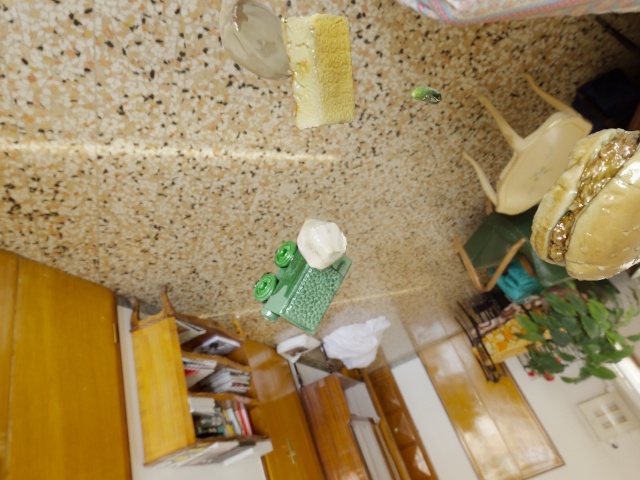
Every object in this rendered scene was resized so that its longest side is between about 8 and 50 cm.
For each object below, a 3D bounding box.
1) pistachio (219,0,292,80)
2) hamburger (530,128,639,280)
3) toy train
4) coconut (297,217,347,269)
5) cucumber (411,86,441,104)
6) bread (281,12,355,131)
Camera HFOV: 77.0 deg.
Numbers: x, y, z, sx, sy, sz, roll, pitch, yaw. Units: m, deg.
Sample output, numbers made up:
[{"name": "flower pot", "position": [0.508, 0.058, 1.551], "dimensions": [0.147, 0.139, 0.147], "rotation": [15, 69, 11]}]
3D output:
[{"name": "pistachio", "position": [-0.203, -0.681, 1.398], "dimensions": [0.332, 0.226, 0.208], "rotation": [32, 117, -32]}, {"name": "hamburger", "position": [0.481, -0.056, 0.632], "dimensions": [0.283, 0.145, 0.259], "rotation": [-16, 127, -30]}, {"name": "toy train", "position": [-0.060, 0.113, 1.113], "dimensions": [0.145, 0.202, 0.265], "rotation": [40, 71, -34]}, {"name": "coconut", "position": [0.000, 0.000, 0.950], "dimensions": [0.110, 0.124, 0.110], "rotation": [-33, 178, -2]}, {"name": "cucumber", "position": [0.278, -0.371, 1.030], "dimensions": [0.168, 0.039, 0.039], "rotation": [-15, 154, -50]}, {"name": "bread", "position": [0.000, -0.441, 1.069], "dimensions": [0.114, 0.274, 0.185], "rotation": [6, -158, 37]}]
